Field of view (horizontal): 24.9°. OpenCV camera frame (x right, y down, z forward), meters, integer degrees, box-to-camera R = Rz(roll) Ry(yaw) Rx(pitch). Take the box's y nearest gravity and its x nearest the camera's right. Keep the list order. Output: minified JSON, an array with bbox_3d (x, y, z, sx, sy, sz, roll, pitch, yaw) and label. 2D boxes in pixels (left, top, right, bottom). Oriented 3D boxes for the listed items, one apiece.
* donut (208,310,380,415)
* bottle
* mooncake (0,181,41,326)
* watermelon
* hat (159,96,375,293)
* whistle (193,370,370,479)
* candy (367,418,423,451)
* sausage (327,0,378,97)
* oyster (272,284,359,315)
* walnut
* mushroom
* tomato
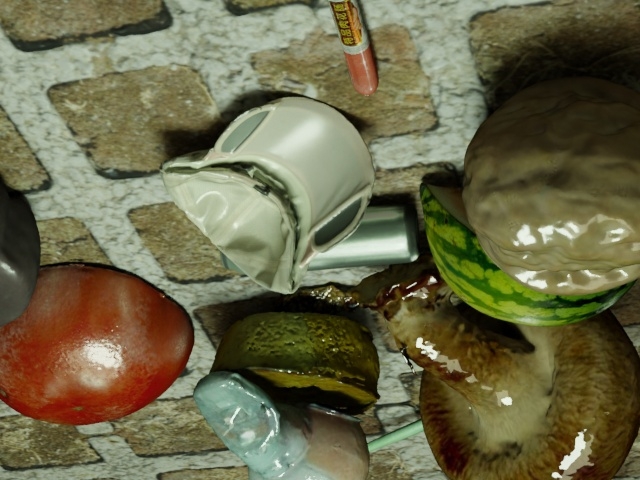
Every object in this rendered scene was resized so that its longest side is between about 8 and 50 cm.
[{"bbox_3d":[-0.029,0.174,2.067,0.272,0.107,0.272,8,161,3],"label":"donut"},{"bbox_3d":[0.000,0.000,1.857,0.254,0.079,0.096,-5,169,8],"label":"bottle"},{"bbox_3d":[-0.475,0.009,1.841,0.245,0.133,0.245,1,146,1],"label":"mooncake"},{"bbox_3d":[0.266,0.022,1.763,0.304,0.159,0.128,10,175,-6],"label":"watermelon"},{"bbox_3d":[-0.054,-0.071,1.749,0.226,0.164,0.219,-43,96,1],"label":"hat"},{"bbox_3d":[-0.057,0.291,2.027,0.189,0.189,0.348,-20,140,29],"label":"whistle"},{"bbox_3d":[0.109,0.315,2.307,0.440,0.119,0.119,-28,136,26],"label":"candy"},{"bbox_3d":[0.029,-0.236,1.548,0.034,0.034,0.253,-6,144,12],"label":"sausage"},{"bbox_3d":[-0.007,0.090,2.025,0.086,0.029,0.132,22,147,-29],"label":"oyster"},{"bbox_3d":[0.290,-0.060,1.615,0.273,0.227,0.273,5,153,3],"label":"walnut"},{"bbox_3d":[0.256,0.185,1.915,0.331,0.334,0.356,-18,155,22],"label":"mushroom"},{"bbox_3d":[-0.346,0.177,2.077,0.339,0.143,0.338,2,148,2],"label":"tomato"}]
